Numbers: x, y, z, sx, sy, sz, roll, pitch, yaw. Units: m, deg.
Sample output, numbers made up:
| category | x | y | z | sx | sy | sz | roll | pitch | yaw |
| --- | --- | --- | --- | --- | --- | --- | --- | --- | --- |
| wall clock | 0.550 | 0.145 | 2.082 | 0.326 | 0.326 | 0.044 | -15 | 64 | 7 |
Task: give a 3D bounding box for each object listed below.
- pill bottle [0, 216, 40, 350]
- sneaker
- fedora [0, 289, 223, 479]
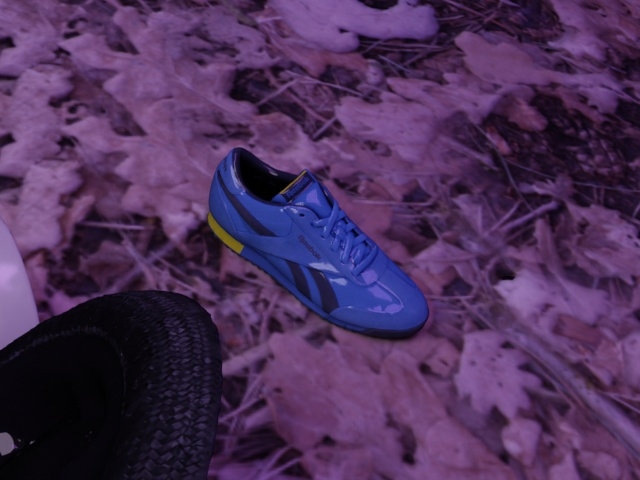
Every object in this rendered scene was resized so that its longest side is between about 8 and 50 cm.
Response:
| category | x | y | z | sx | sy | sz | roll | pitch | yaw |
| --- | --- | --- | --- | --- | --- | --- | --- | --- | --- |
| pill bottle | -0.308 | 0.069 | 0.565 | 0.264 | 0.153 | 0.153 | -14 | 54 | -28 |
| sneaker | 0.000 | 0.000 | 0.780 | 0.209 | 0.082 | 0.069 | 33 | 45 | 11 |
| fedora | -0.122 | 0.182 | 0.430 | 0.152 | 0.334 | 0.334 | 49 | 40 | -24 |
